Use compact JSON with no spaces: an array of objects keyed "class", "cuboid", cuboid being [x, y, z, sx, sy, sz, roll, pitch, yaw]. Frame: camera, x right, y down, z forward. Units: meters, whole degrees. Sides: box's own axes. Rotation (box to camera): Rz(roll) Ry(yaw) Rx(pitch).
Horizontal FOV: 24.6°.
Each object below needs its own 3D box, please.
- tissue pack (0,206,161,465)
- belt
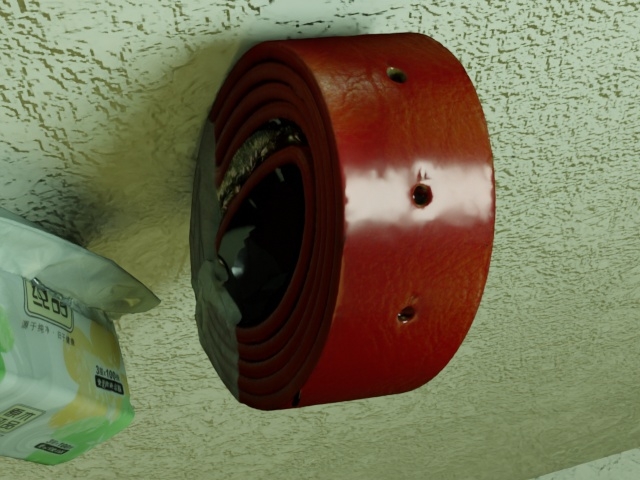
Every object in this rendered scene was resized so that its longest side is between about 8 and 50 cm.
[{"class":"tissue pack","cuboid":[-0.217,0.051,1.031,0.145,0.159,0.229,-26,156,16]},{"class":"belt","cuboid":[0.000,0.000,0.988,0.115,0.227,0.324,-5,152,-22]}]
